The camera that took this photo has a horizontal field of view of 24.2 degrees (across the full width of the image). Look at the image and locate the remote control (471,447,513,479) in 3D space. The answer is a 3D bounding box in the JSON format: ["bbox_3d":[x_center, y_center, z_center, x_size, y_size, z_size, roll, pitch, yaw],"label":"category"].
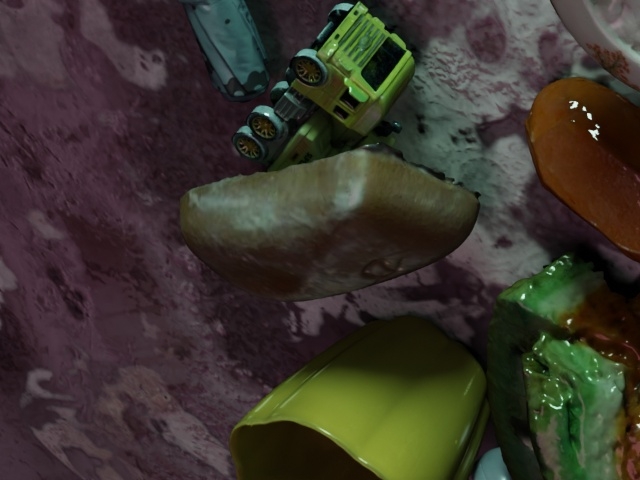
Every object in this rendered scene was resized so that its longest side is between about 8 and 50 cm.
[{"bbox_3d":[0.229,0.273,1.305,0.244,0.087,0.047,44,104,-3],"label":"remote control"}]

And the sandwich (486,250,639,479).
[{"bbox_3d":[0.248,0.176,1.127,0.301,0.162,0.250,26,144,25],"label":"sandwich"}]

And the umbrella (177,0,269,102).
[{"bbox_3d":[-0.092,-0.218,1.139,0.052,0.053,0.250,1,126,32],"label":"umbrella"}]

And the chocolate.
[{"bbox_3d":[0.001,0.001,1.177,0.161,0.083,0.261,17,161,-38],"label":"chocolate"}]

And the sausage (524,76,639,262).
[{"bbox_3d":[0.208,-0.044,1.013,0.179,0.089,0.089,39,144,21],"label":"sausage"}]

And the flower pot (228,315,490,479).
[{"bbox_3d":[0.050,0.168,1.279,0.195,0.179,0.195,26,140,24],"label":"flower pot"}]

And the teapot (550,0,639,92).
[{"bbox_3d":[0.222,-0.155,0.848,0.298,0.139,0.204,42,140,2],"label":"teapot"}]

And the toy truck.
[{"bbox_3d":[0.010,-0.098,1.144,0.100,0.077,0.169,38,142,-5],"label":"toy truck"}]
